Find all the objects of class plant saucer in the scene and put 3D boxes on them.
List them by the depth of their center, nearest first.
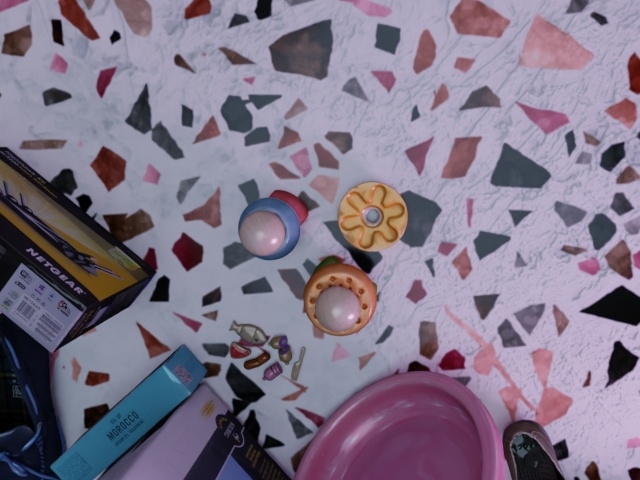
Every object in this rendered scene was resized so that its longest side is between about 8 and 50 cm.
[{"bbox_3d":[0.101,0.335,0.851,0.332,0.332,0.084,-40,117,9],"label":"plant saucer"}]

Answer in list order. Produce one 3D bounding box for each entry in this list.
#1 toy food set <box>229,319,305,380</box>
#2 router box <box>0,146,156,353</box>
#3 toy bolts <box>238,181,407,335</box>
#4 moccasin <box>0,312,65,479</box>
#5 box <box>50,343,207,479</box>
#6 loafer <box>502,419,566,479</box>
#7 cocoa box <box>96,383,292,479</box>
[{"bbox_3d":[-0.089,0.176,0.983,0.122,0.019,0.078,16,99,3],"label":"toy food set"},{"bbox_3d":[-0.403,-0.004,0.879,0.308,0.243,0.081,40,99,-1],"label":"router box"},{"bbox_3d":[0.000,0.000,0.881,0.228,0.158,0.218,29,99,1],"label":"toy bolts"},{"bbox_3d":[-0.486,0.278,0.987,0.137,0.117,0.342,-5,97,6],"label":"moccasin"},{"bbox_3d":[-0.287,0.269,0.975,0.244,0.100,0.060,-42,93,10],"label":"box"},{"bbox_3d":[0.311,0.374,0.885,0.094,0.087,0.251,-26,64,14],"label":"loafer"},{"bbox_3d":[-0.209,0.400,0.858,0.231,0.347,0.228,-42,92,11],"label":"cocoa box"}]
